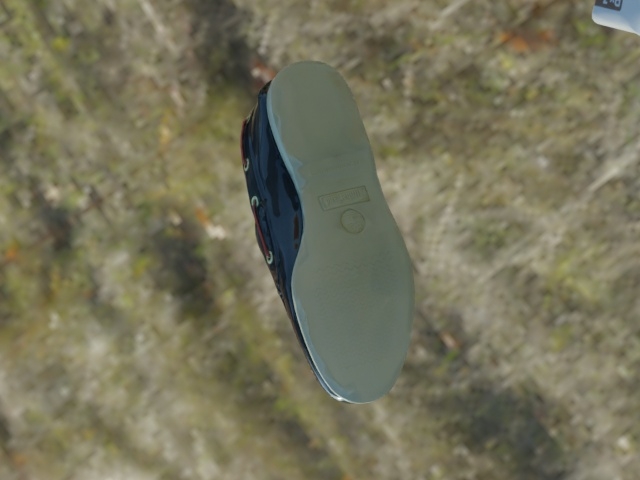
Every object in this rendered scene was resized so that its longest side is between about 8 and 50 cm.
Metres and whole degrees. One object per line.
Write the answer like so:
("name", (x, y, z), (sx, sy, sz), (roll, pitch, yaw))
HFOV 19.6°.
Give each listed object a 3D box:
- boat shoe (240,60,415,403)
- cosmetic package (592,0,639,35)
("boat shoe", (0.002, 0.000, 0.702), (0.042, 0.049, 0.133), (137, 123, -61))
("cosmetic package", (0.270, -0.125, 0.949), (0.117, 0.231, 0.086), (29, 109, 61))
